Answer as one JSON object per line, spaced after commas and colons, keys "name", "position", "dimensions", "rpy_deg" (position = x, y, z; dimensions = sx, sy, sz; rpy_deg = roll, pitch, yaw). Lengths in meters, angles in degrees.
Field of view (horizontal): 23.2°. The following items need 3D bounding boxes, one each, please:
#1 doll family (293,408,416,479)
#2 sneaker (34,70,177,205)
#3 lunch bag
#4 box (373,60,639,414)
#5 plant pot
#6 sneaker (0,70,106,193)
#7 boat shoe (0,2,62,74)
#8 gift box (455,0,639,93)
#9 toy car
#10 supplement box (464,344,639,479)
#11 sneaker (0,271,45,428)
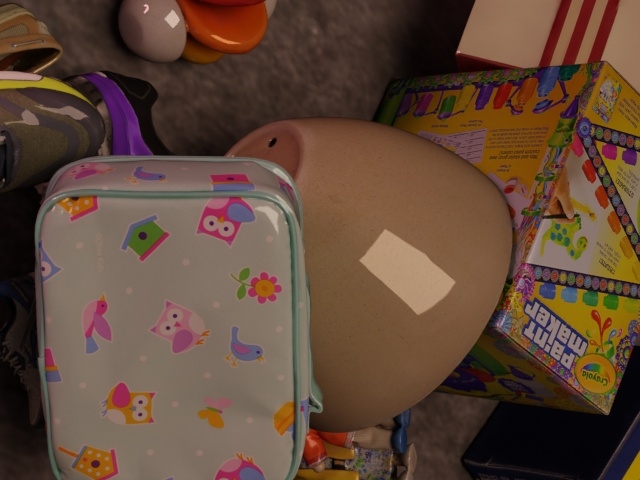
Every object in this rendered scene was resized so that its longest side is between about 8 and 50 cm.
{"name": "doll family", "position": [-0.002, 0.259, 1.463], "dimensions": [0.118, 0.163, 0.263], "rpy_deg": [56, 40, -65]}
{"name": "sneaker", "position": [-0.160, -0.008, 1.364], "dimensions": [0.146, 0.102, 0.293], "rpy_deg": [-16, 101, -39]}
{"name": "lunch bag", "position": [-0.110, 0.073, 1.235], "dimensions": [0.224, 0.108, 0.279], "rpy_deg": [-2, 112, -5]}
{"name": "box", "position": [0.166, -0.005, 1.513], "dimensions": [0.177, 0.290, 0.279], "rpy_deg": [38, 68, -35]}
{"name": "plant pot", "position": [0.000, 0.000, 1.376], "dimensions": [0.191, 0.284, 0.284], "rpy_deg": [39, 67, -35]}
{"name": "sneaker", "position": [-0.302, -0.042, 1.189], "dimensions": [0.300, 0.121, 0.111], "rpy_deg": [-18, 133, -20]}
{"name": "boat shoe", "position": [-0.290, -0.130, 1.259], "dimensions": [0.190, 0.072, 0.068], "rpy_deg": [-39, 154, -32]}
{"name": "gift box", "position": [0.274, -0.241, 1.603], "dimensions": [0.255, 0.276, 0.258], "rpy_deg": [66, 45, -71]}
{"name": "toy car", "position": [-0.102, -0.248, 1.385], "dimensions": [0.159, 0.136, 0.182], "rpy_deg": [-28, 108, -36]}
{"name": "supplement box", "position": [0.357, 0.303, 1.738], "dimensions": [0.195, 0.194, 0.356], "rpy_deg": [-52, 120, -27]}
{"name": "sneaker", "position": [-0.254, 0.094, 1.329], "dimensions": [0.058, 0.052, 0.135], "rpy_deg": [-3, 85, -30]}
